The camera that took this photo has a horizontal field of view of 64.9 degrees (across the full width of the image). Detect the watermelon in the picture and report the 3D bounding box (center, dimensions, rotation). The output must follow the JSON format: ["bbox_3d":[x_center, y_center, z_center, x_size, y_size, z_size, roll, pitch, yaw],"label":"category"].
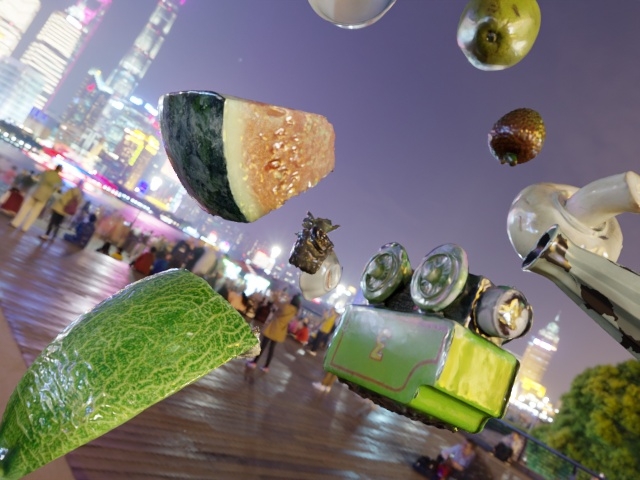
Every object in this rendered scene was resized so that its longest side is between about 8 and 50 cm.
[{"bbox_3d":[-0.098,-0.114,0.683,0.226,0.148,0.318,-1,11,-6],"label":"watermelon"}]

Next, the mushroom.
[{"bbox_3d":[0.707,-0.027,1.390,0.356,0.315,0.315,1,-21,32],"label":"mushroom"}]

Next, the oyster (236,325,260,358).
[{"bbox_3d":[-0.209,0.258,1.214,0.209,0.071,0.133,-18,-38,27],"label":"oyster"}]

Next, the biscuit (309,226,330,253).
[{"bbox_3d":[0.000,0.000,1.433,0.087,0.027,0.089,23,40,-54],"label":"biscuit"}]

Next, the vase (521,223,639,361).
[{"bbox_3d":[0.585,0.113,0.987,0.360,0.165,0.165,36,-5,9],"label":"vase"}]

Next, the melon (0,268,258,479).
[{"bbox_3d":[-0.259,0.171,0.635,0.196,0.323,0.124,32,-42,29],"label":"melon"}]

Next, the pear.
[{"bbox_3d":[0.466,-0.557,1.325,0.212,0.212,0.269,28,37,1],"label":"pear"}]

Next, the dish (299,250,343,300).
[{"bbox_3d":[0.019,0.125,1.845,0.081,0.229,0.229,19,-10,32],"label":"dish"}]

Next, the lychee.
[{"bbox_3d":[0.415,-0.216,1.064,0.114,0.146,0.114,25,-17,9],"label":"lychee"}]

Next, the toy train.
[{"bbox_3d":[0.154,0.141,0.765,0.173,0.248,0.307,31,-16,-26],"label":"toy train"}]

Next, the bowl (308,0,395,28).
[{"bbox_3d":[0.128,-0.908,1.872,0.346,0.345,0.157,27,-6,13],"label":"bowl"}]

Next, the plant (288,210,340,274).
[{"bbox_3d":[-0.026,0.008,1.694,0.142,0.203,0.131,32,-3,-5],"label":"plant"}]
